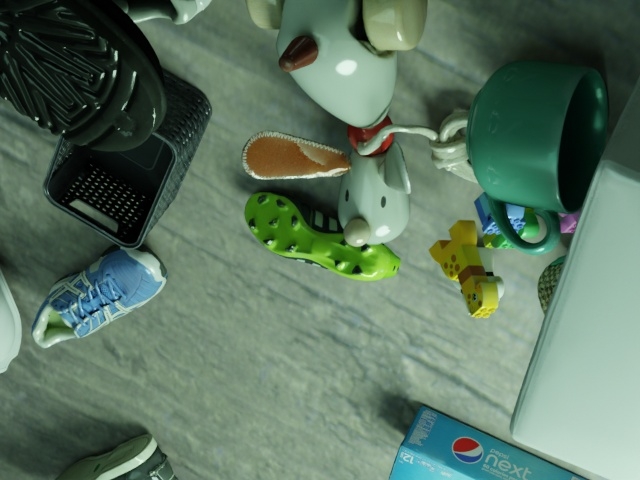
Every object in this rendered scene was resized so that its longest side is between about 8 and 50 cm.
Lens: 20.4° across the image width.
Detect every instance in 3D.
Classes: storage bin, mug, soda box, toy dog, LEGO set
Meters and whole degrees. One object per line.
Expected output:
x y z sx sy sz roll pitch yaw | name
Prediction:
-0.200 -0.093 1.835 0.122 0.084 0.180 31 137 2 | storage bin
0.182 -0.083 1.566 0.097 0.158 0.129 11 149 26 | mug
0.186 0.265 1.949 0.210 0.067 0.071 24 137 9 | soda box
0.022 -0.115 1.627 0.220 0.161 0.334 -10 123 37 | toy dog
0.173 0.017 1.687 0.087 0.093 0.227 0 150 -30 | LEGO set

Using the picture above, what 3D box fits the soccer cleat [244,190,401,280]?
0.000 0.000 1.823 0.179 0.072 0.060 25 95 29 | soccer cleat

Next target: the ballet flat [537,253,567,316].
0.354 0.203 1.756 0.182 0.164 0.483 2 127 57 | ballet flat

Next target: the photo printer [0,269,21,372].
-0.500 0.036 2.110 0.256 0.107 0.308 5 132 27 | photo printer

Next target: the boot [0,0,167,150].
-0.220 -0.260 1.554 0.348 0.260 0.131 42 136 0 | boot

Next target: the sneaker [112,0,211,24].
-0.201 -0.257 1.660 0.232 0.115 0.090 12 134 21 | sneaker

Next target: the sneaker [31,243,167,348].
-0.250 0.068 2.013 0.080 0.081 0.211 46 134 -12 | sneaker

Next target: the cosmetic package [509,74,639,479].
0.407 0.026 1.407 0.393 0.329 0.327 22 137 11 | cosmetic package

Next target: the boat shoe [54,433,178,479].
-0.274 0.316 2.254 0.233 0.084 0.079 -24 114 39 | boat shoe
